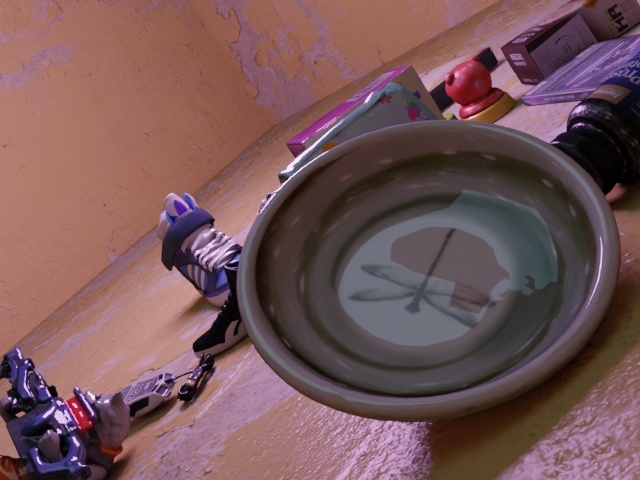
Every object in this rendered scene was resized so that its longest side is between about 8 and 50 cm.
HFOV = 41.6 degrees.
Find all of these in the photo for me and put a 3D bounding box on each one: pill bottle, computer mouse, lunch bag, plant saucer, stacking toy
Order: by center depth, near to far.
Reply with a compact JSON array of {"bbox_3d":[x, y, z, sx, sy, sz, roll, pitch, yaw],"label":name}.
[{"bbox_3d":[0.113,0.034,0.916,0.401,0.100,0.400,-9,48,10],"label":"plant saucer"},{"bbox_3d":[0.390,-0.150,1.055,0.219,0.122,0.123,-40,15,-14],"label":"pill bottle"},{"bbox_3d":[0.089,-0.050,1.125,0.223,0.262,0.160,-40,15,-18],"label":"lunch bag"},{"bbox_3d":[-0.266,0.252,1.392,0.193,0.042,0.106,-23,22,21],"label":"computer mouse"},{"bbox_3d":[0.216,-0.248,1.774,0.309,0.130,0.280,-41,15,-25],"label":"stacking toy"}]

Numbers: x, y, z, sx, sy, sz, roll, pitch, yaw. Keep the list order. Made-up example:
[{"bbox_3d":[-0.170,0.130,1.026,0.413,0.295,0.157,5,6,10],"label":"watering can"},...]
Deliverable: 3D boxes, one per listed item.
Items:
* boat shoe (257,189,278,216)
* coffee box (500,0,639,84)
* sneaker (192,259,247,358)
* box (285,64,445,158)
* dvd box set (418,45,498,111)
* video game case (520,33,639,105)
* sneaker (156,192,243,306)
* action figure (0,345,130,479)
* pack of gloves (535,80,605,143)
[{"bbox_3d":[-0.073,-0.053,1.716,0.306,0.105,0.113,-39,-10,-51],"label":"boat shoe"},{"bbox_3d":[0.521,-0.432,1.756,0.247,0.098,0.141,-35,14,-2],"label":"coffee box"},{"bbox_3d":[-0.153,0.104,1.454,0.217,0.121,0.079,-32,13,9],"label":"sneaker"},{"bbox_3d":[0.106,-0.118,1.352,0.214,0.243,0.117,-37,14,-9],"label":"box"},{"bbox_3d":[0.248,-0.380,2.289,0.308,0.062,0.420,-40,15,-23],"label":"dvd box set"},{"bbox_3d":[0.512,-0.317,1.550,0.196,0.026,0.274,-37,15,-9],"label":"video game case"},{"bbox_3d":[-0.249,0.007,1.759,0.130,0.236,0.323,-40,14,-20],"label":"sneaker"},{"bbox_3d":[-0.439,0.325,1.281,0.330,0.178,0.341,-31,38,-8],"label":"action figure"},{"bbox_3d":[0.417,-0.189,1.297,0.195,0.046,0.232,-29,14,16],"label":"pack of gloves"}]
